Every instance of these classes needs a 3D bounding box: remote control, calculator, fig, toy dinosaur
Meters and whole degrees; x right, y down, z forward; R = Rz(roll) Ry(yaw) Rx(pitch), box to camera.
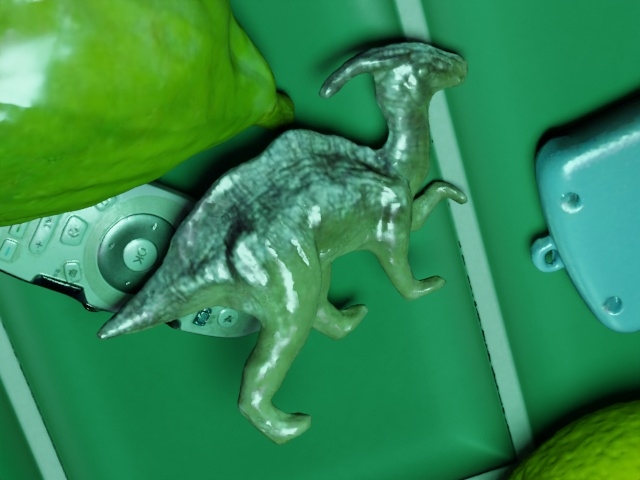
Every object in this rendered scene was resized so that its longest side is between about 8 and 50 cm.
[{"bbox_3d":[-0.137,-0.001,1.132,0.256,0.045,0.097,24,102,-22],"label":"remote control"},{"bbox_3d":[0.281,-0.044,1.179,0.293,0.051,0.173,-25,118,3],"label":"calculator"},{"bbox_3d":[-0.162,-0.132,1.010,0.314,0.233,0.233,-26,129,-48],"label":"fig"},{"bbox_3d":[-0.002,-0.002,1.123,0.294,0.077,0.162,-46,114,-14],"label":"toy dinosaur"}]

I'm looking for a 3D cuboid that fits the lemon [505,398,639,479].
[{"bbox_3d":[0.239,0.235,1.199,0.267,0.267,0.267,-4,116,-8],"label":"lemon"}]
